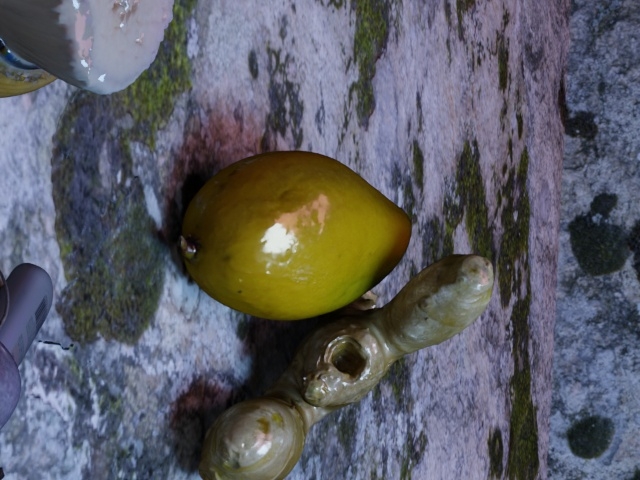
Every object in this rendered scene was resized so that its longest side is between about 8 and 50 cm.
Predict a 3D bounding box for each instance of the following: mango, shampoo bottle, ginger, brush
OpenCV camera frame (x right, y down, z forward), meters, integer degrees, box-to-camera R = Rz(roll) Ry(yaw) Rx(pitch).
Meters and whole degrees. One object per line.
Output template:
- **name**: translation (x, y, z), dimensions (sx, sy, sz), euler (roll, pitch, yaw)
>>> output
- **mango**: translation (-0.020, -0.005, 1.339), dimensions (0.317, 0.119, 0.176), euler (4, 101, -45)
- **shampoo bottle**: translation (-0.252, 0.096, 0.977), dimensions (0.080, 0.040, 0.165), euler (115, -1, -52)
- **ginger**: translation (0.005, 0.151, 1.438), dimensions (0.363, 0.122, 0.348), euler (-45, -179, -15)
- **brush**: translation (-0.186, -0.204, 0.980), dimensions (0.267, 0.166, 0.174), euler (-40, 127, -62)

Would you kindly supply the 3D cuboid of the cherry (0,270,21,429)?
- **cherry**: translation (-0.283, 0.088, 0.892), dimensions (0.115, 0.188, 0.148), euler (14, 102, -40)

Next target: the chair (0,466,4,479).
- **chair**: translation (-0.296, 0.233, 0.823), dimensions (0.229, 0.106, 0.113), euler (-36, 116, -59)
